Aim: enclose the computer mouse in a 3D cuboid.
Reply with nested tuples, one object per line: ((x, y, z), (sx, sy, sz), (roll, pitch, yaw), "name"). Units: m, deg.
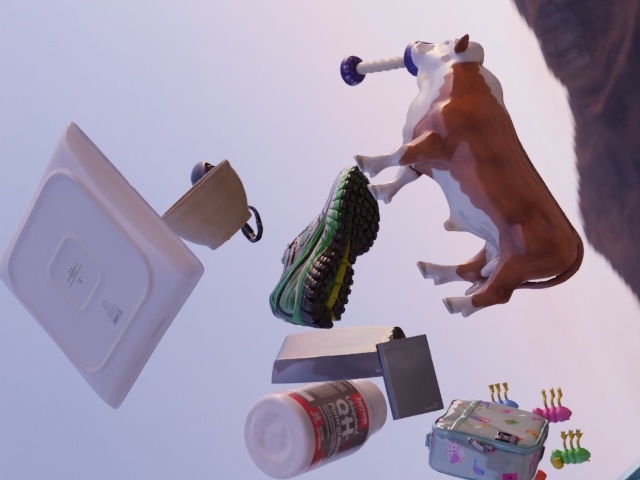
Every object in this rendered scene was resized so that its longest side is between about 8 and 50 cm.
((-0.195, -0.082, 2.265), (0.242, 0.071, 0.041), (45, -170, 32), "computer mouse")

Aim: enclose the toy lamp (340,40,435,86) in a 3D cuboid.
((0.154, -0.379, 2.387), (0.080, 0.274, 0.080), (2, -93, -40), "toy lamp")

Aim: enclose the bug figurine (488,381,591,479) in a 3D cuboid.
((0.463, 0.432, 2.424), (0.279, 0.216, 0.072), (65, -155, -20), "bug figurine")

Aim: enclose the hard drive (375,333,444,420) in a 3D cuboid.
((0.155, 0.237, 1.931), (0.022, 0.094, 0.135), (143, 116, -66), "hard drive")

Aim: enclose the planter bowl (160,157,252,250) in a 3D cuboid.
((-0.190, -0.051, 1.964), (0.109, 0.162, 0.162), (48, -156, -8), "planter bowl")

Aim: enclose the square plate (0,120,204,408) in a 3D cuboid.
((-0.375, 0.048, 1.784), (0.344, 0.347, 0.049), (46, -147, 18), "square plate")

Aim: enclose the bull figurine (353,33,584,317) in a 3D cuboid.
((0.155, -0.071, 1.205), (0.310, 0.188, 0.101), (58, 180, 7), "bull figurine")

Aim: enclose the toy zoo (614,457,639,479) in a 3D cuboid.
((0.476, 0.302, 1.396), (0.030, 0.293, 0.192), (52, 176, -18), "toy zoo")

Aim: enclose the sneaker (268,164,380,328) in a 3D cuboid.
((0.000, 0.000, 2.055), (0.134, 0.146, 0.344), (52, -127, -40), "sneaker")

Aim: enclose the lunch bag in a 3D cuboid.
((0.333, 0.400, 2.228), (0.279, 0.224, 0.108), (-13, -65, -71), "lunch bag")

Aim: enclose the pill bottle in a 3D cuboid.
((0.001, 0.385, 2.365), (0.318, 0.176, 0.176), (-8, -102, -52), "pill bottle")

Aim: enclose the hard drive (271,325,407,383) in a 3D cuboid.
((0.038, 0.220, 2.164), (0.172, 0.254, 0.054), (-63, -34, -71), "hard drive")
